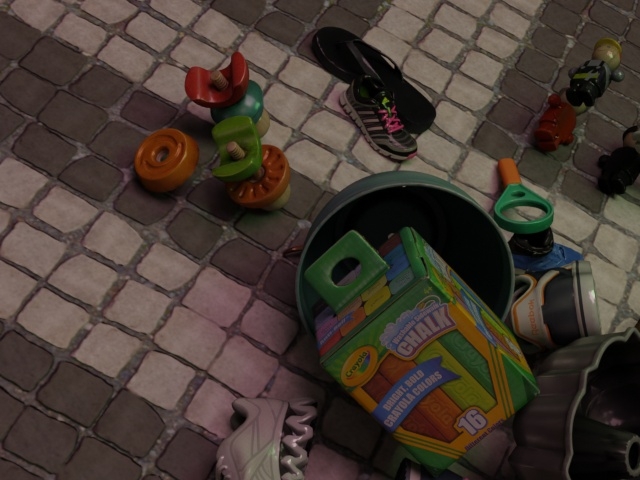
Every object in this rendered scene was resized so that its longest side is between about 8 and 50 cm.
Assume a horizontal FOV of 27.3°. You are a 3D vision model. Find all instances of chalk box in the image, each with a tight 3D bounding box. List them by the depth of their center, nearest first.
[{"bbox_3d":[0.107,0.117,1.672,0.289,0.180,0.179,44,12,-18],"label":"chalk box"}]

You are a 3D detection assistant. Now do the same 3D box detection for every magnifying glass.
[{"bbox_3d":[0.312,-0.073,2.093,0.092,0.026,0.231,-4,27,0],"label":"magnifying glass"}]

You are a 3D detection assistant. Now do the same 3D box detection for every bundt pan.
[{"bbox_3d":[0.360,0.277,1.725,0.331,0.124,0.330,2,87,-46],"label":"bundt pan"}]

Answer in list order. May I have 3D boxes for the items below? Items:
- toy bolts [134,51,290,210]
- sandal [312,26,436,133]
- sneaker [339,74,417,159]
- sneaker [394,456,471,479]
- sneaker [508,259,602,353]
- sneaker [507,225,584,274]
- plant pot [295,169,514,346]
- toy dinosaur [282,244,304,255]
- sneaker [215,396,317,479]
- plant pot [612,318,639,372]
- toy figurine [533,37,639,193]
[{"bbox_3d":[-0.148,-0.141,1.980,0.218,0.158,0.228,-11,58,20],"label":"toy bolts"},{"bbox_3d":[0.098,-0.284,2.217,0.254,0.054,0.097,40,48,13],"label":"sandal"},{"bbox_3d":[0.100,-0.204,2.137,0.063,0.075,0.170,-24,64,-36],"label":"sneaker"},{"bbox_3d":[0.147,0.413,1.613,0.131,0.112,0.319,14,49,-7],"label":"sneaker"},{"bbox_3d":[0.337,0.095,1.893,0.127,0.321,0.126,-10,84,12],"label":"sneaker"},{"bbox_3d":[0.356,0.014,2.051,0.152,0.084,0.058,5,50,-19],"label":"sneaker"},{"bbox_3d":[0.109,0.024,1.838,0.293,0.293,0.196,16,21,-9],"label":"plant pot"},{"bbox_3d":[0.000,0.000,1.952,0.090,0.047,0.082,16,26,7],"label":"toy dinosaur"},{"bbox_3d":[-0.078,0.308,1.624,0.118,0.110,0.292,12,40,-2],"label":"sneaker"},{"bbox_3d":[0.548,0.170,1.930,0.237,0.237,0.254,27,32,1],"label":"plant pot"},{"bbox_3d":[0.489,-0.209,2.208,0.213,0.209,0.148,35,58,6],"label":"toy figurine"}]
